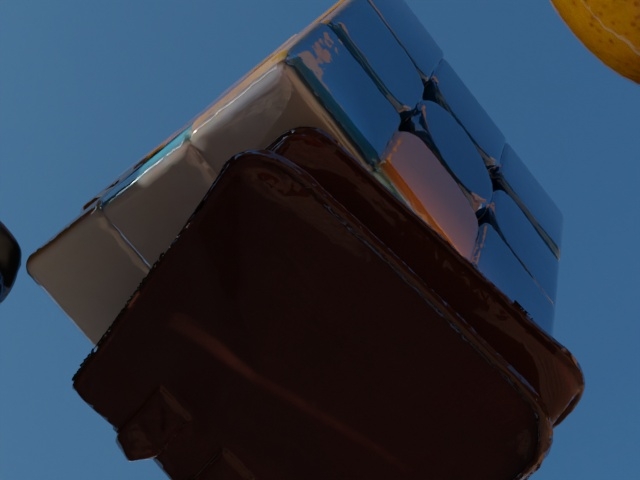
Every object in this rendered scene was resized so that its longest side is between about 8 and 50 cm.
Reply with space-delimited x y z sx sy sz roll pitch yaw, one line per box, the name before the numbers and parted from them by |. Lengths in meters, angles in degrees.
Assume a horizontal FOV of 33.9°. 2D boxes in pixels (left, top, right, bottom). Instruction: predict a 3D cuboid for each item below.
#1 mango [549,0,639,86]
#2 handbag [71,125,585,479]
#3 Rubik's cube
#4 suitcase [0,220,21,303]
mango | 0.218 -0.225 0.564 0.160 0.191 0.290 -7 -86 -52
handbag | -0.009 0.096 0.670 0.260 0.084 0.275 41 -56 6
Rubik's cube | 0.000 0.000 0.865 0.291 0.292 0.290 -34 -78 27
suitcase | -0.464 0.004 0.847 0.339 0.188 0.345 -37 -81 -21
